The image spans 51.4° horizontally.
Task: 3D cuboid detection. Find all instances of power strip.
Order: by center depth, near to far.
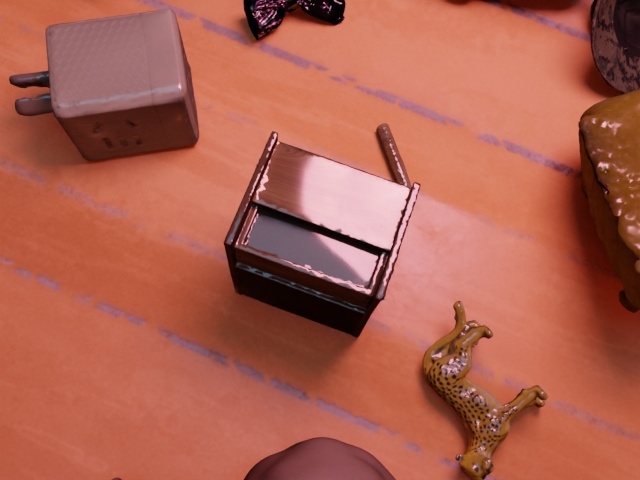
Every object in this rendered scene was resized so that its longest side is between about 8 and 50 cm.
[{"bbox_3d":[-0.284,-0.198,0.877,0.224,0.140,0.139,-10,74,-5],"label":"power strip"}]

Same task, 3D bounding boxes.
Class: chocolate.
[{"bbox_3d":[-0.038,-0.345,0.982,0.147,0.072,0.070,-19,33,-17],"label":"chocolate"}]

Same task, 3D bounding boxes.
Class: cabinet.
[{"bbox_3d":[0.000,0.000,0.786,0.174,0.215,0.148,20,72,3],"label":"cabinet"}]

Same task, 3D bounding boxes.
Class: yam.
[{"bbox_3d":[0.104,-0.112,0.929,0.021,0.021,0.116,-16,72,-8],"label":"yam"}]

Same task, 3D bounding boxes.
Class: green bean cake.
[{"bbox_3d":[0.480,-0.042,0.805,0.285,0.202,0.310,-9,48,16],"label":"green bean cake"}]

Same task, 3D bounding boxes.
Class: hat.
[{"bbox_3d":[0.473,-0.341,0.959,0.265,0.265,0.128,-18,37,-8],"label":"hat"}]

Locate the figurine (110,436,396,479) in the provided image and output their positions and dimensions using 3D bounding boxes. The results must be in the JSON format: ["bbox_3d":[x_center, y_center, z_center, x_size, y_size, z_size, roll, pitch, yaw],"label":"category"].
[{"bbox_3d":[-0.066,0.315,0.698,0.380,0.248,0.203,-3,91,8],"label":"figurine"}]

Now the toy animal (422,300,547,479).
[{"bbox_3d":[0.181,0.182,0.816,0.136,0.073,0.181,-38,81,-6],"label":"toy animal"}]
